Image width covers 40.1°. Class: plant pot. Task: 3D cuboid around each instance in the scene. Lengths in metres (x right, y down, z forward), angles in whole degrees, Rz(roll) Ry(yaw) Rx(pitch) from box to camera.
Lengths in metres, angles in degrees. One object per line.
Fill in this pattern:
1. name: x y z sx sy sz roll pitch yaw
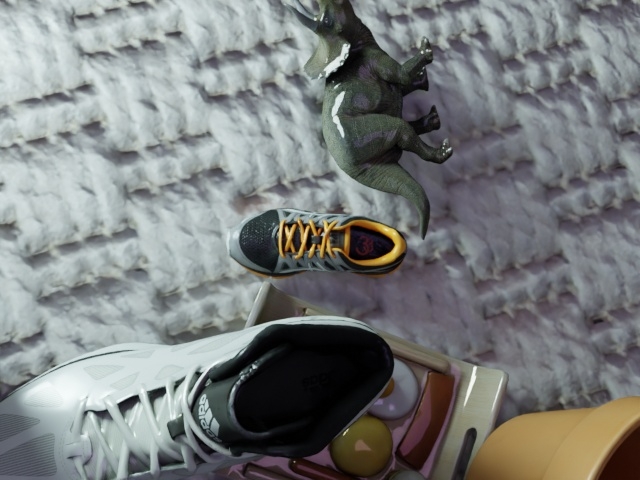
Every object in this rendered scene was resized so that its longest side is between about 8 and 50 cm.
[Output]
1. plant pot: 0.288 0.301 0.927 0.291 0.203 0.291 0 89 -32

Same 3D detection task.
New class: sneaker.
1. sneaker: 0.000 0.000 1.008 0.215 0.083 0.084 0 83 -9
2. sneaker: -0.143 0.150 0.805 0.447 0.257 0.169 -16 79 -9

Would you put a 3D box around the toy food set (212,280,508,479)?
1. toy food set: 0.037 0.199 0.980 0.306 0.092 0.219 22 79 -7

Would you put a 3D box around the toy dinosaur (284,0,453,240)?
1. toy dinosaur: 0.063 -0.148 1.041 0.160 0.121 0.313 -11 88 0
